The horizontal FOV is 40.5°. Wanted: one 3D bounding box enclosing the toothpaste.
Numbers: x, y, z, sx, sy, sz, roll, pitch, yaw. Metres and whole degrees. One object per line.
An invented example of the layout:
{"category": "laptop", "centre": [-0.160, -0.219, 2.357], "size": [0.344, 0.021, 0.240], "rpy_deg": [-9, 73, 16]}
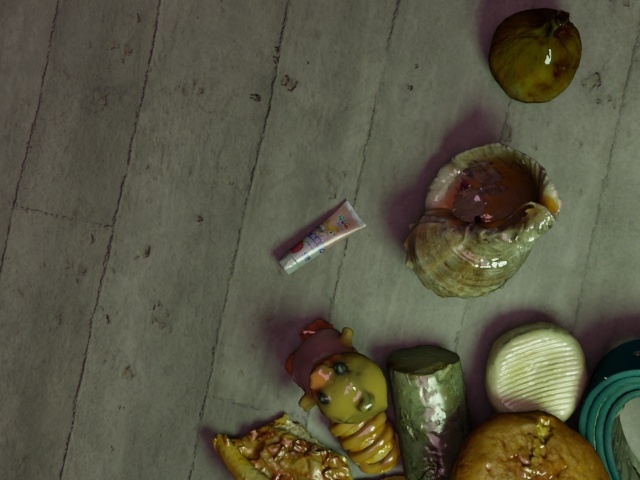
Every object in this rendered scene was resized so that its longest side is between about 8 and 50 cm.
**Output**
{"category": "toothpaste", "centre": [0.000, 0.000, 1.833], "size": [0.194, 0.043, 0.067], "rpy_deg": [-37, 85, -2]}

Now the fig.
{"category": "fig", "centre": [0.452, -0.377, 1.687], "size": [0.191, 0.290, 0.190], "rpy_deg": [2, 83, -20]}

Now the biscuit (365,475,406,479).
{"category": "biscuit", "centre": [0.149, 0.593, 1.733], "size": [0.376, 0.269, 0.051], "rpy_deg": [-8, 125, 7]}

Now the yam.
{"category": "yam", "centre": [0.226, 0.354, 1.757], "size": [0.161, 0.161, 0.268], "rpy_deg": [-8, 91, 4]}

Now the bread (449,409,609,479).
{"category": "bread", "centre": [0.384, 0.465, 1.609], "size": [0.312, 0.172, 0.312], "rpy_deg": [6, 63, -11]}

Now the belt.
{"category": "belt", "centre": [0.671, 0.408, 1.671], "size": [0.300, 0.173, 0.436], "rpy_deg": [-21, 97, 34]}

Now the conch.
{"category": "conch", "centre": [0.335, -0.034, 1.722], "size": [0.352, 0.210, 0.297], "rpy_deg": [-11, 67, 35]}

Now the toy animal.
{"category": "toy animal", "centre": [0.037, 0.277, 1.725], "size": [0.169, 0.281, 0.195], "rpy_deg": [27, 92, -17]}

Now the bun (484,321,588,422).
{"category": "bun", "centre": [0.435, 0.275, 1.764], "size": [0.222, 0.127, 0.222], "rpy_deg": [-1, 79, 7]}

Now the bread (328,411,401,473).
{"category": "bread", "centre": [0.098, 0.406, 1.808], "size": [0.119, 0.084, 0.177], "rpy_deg": [-36, 92, 4]}

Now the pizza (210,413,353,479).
{"category": "pizza", "centre": [-0.058, 0.469, 1.792], "size": [0.365, 0.074, 0.182], "rpy_deg": [27, 70, 19]}
